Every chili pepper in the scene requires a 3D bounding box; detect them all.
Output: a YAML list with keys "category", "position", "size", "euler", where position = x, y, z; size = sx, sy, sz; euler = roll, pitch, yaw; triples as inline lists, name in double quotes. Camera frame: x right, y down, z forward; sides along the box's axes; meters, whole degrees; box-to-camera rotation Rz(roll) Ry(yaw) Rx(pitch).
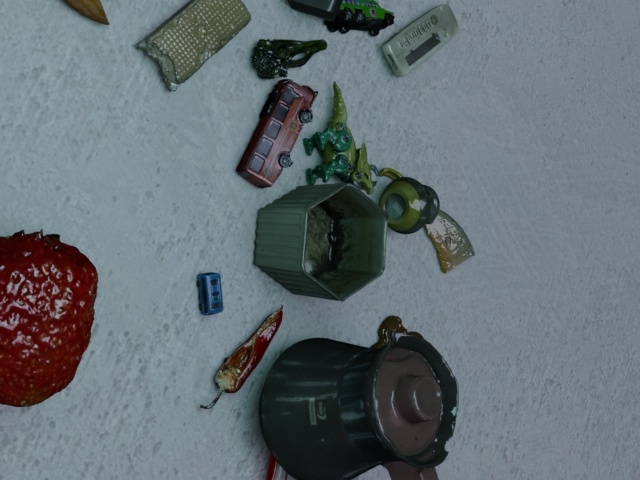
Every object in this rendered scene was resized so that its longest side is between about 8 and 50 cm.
- category: "chili pepper"
  position: [-0.152, 0.240, 1.643]
  size: [0.268, 0.059, 0.050]
  euler: [-54, 157, -26]

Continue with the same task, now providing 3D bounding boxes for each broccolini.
- category: "broccolini"
  position: [-0.057, -0.397, 1.688]
  size: [0.203, 0.068, 0.091]
  euler: [-32, 89, -32]

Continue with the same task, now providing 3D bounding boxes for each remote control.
- category: "remote control"
  position: [0.234, -0.473, 1.904]
  size: [0.230, 0.049, 0.090]
  euler: [-41, 114, -29]

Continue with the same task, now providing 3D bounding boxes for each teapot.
- category: "teapot"
  position: [0.195, -0.095, 1.850]
  size: [0.119, 0.130, 0.165]
  euler: [-7, 63, -50]
- category: "teapot"
  position: [0.088, 0.359, 1.583]
  size: [0.306, 0.362, 0.376]
  euler: [-15, 86, -41]

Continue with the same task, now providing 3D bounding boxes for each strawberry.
- category: "strawberry"
  position: [-0.473, 0.123, 1.284]
  size: [0.257, 0.257, 0.276]
  euler: [-7, 84, -36]

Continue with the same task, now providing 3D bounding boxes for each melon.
- category: "melon"
  position: [0.301, -0.020, 1.972]
  size: [0.098, 0.054, 0.182]
  euler: [-32, 109, -15]

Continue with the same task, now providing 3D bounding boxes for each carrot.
- category: "carrot"
  position: [-0.442, -0.454, 1.413]
  size: [0.205, 0.072, 0.072]
  euler: [46, 66, -34]

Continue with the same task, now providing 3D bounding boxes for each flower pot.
- category: "flower pot"
  position: [0.000, 0.000, 1.659]
  size: [0.239, 0.190, 0.209]
  euler: [-32, 109, -30]

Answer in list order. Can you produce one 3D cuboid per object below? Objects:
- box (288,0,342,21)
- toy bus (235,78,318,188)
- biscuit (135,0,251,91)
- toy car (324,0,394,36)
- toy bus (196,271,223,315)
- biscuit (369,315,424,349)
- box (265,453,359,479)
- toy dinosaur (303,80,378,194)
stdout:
- category: "box"
  position: [-0.009, -0.509, 1.688]
  size: [0.122, 0.084, 0.069]
  euler: [19, 90, 9]
- category: "toy bus"
  position: [-0.087, -0.221, 1.666]
  size: [0.096, 0.073, 0.234]
  euler: [29, 75, -26]
- category: "biscuit"
  position: [-0.237, -0.399, 1.558]
  size: [0.239, 0.062, 0.108]
  euler: [-49, 117, -24]
- category: "toy car"
  position: [0.086, -0.496, 1.787]
  size: [0.165, 0.071, 0.062]
  euler: [-4, 79, -35]
- category: "toy bus"
  position: [-0.215, 0.105, 1.592]
  size: [0.038, 0.046, 0.083]
  euler: [-7, 94, -35]
- category: "biscuit"
  position: [0.186, 0.319, 1.889]
  size: [0.208, 0.041, 0.290]
  euler: [-12, 98, -36]
- category: "box"
  position: [-0.019, 0.509, 1.738]
  size: [0.229, 0.050, 0.122]
  euler: [17, 80, -35]
- category: "toy dinosaur"
  position: [0.035, -0.213, 1.746]
  size: [0.153, 0.094, 0.259]
  euler: [-17, 93, -34]
